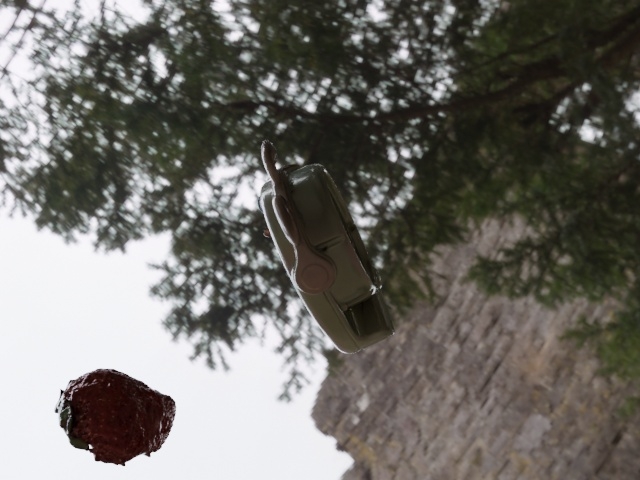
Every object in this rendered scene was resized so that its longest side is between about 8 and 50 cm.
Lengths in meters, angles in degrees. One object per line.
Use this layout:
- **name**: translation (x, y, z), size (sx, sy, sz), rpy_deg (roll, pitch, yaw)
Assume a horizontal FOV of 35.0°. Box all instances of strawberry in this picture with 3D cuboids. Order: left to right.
- **strawberry**: translation (-0.249, 0.219, 1.302), size (0.187, 0.146, 0.082), rpy_deg (9, -49, -50)

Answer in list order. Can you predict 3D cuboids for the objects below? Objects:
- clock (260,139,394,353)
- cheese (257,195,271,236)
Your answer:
- **clock**: translation (0.000, 0.000, 0.907), size (0.062, 0.151, 0.191), rpy_deg (-24, -42, 7)
- **cheese**: translation (-0.060, -0.040, 1.350), size (0.047, 0.111, 0.017), rpy_deg (-19, -53, 7)
